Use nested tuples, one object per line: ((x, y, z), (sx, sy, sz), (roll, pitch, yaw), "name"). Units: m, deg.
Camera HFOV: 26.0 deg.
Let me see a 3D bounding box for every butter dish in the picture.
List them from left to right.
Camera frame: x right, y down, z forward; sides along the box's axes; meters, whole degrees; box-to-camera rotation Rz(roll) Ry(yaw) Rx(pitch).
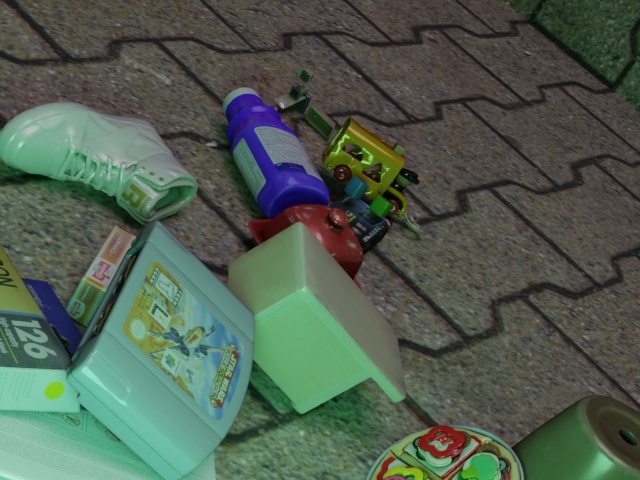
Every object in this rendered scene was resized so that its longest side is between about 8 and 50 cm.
((0.000, 0.000, 2.056), (0.160, 0.118, 0.160), (-2, 49, -46), "butter dish")

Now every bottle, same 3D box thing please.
((-0.084, -0.140, 2.231), (0.118, 0.092, 0.283), (16, 31, -39), "bottle")

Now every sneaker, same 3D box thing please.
((-0.298, -0.103, 1.941), (0.292, 0.108, 0.169), (-3, 41, -49), "sneaker")

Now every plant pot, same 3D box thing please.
((0.332, 0.328, 1.771), (0.263, 0.229, 0.263), (26, 29, -15), "plant pot")

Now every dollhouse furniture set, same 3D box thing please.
((-0.026, -0.233, 2.467), (0.114, 0.091, 0.081), (45, 46, 17), "dollhouse furniture set")

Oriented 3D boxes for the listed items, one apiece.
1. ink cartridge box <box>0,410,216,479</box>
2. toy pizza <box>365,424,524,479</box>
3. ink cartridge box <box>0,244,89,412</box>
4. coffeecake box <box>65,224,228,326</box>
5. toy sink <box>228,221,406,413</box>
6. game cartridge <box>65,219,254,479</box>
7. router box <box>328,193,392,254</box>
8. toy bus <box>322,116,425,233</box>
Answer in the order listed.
((-0.242, 0.243, 1.502), (0.275, 0.060, 0.239), (23, 17, -16), "ink cartridge box")
((0.150, 0.298, 1.712), (0.201, 0.032, 0.201), (-10, 38, 8), "toy pizza")
((-0.388, 0.082, 1.546), (0.307, 0.072, 0.303), (6, 25, -36), "ink cartridge box")
((-0.215, 0.080, 1.775), (0.185, 0.068, 0.142), (30, 30, -6), "coffeecake box")
((-0.009, 0.122, 1.818), (0.234, 0.131, 0.152), (49, 20, -30), "toy sink")
((-0.167, 0.124, 1.568), (0.198, 0.062, 0.297), (42, 31, -17), "game cartridge")
((0.052, -0.024, 2.244), (0.092, 0.038, 0.122), (37, 28, 9), "router box")
((0.100, -0.121, 2.329), (0.191, 0.104, 0.202), (44, 14, 34), "toy bus")
